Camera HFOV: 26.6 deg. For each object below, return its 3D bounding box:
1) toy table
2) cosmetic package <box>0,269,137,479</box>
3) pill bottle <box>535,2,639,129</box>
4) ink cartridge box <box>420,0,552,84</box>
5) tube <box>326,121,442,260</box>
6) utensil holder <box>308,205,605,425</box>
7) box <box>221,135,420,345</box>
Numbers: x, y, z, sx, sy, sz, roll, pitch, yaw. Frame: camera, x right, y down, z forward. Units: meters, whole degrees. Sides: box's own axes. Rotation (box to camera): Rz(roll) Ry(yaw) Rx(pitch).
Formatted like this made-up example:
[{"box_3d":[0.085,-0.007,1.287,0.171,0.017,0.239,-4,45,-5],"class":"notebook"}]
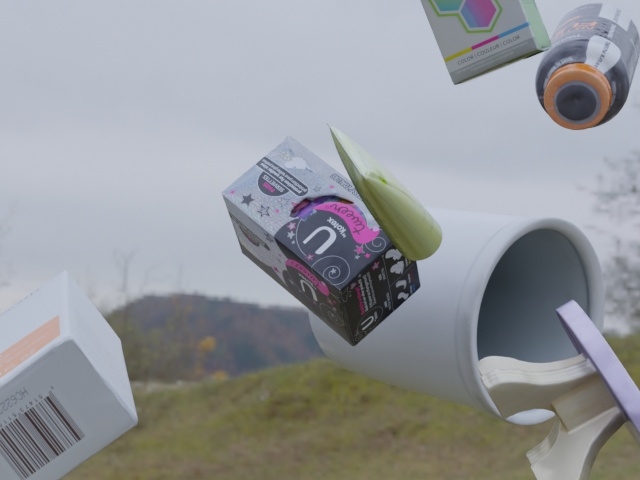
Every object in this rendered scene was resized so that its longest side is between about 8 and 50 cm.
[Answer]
[{"box_3d":[0.316,0.213,1.709,0.161,0.252,0.274,-30,31,4],"class":"toy table"},{"box_3d":[-0.412,0.205,1.956,0.230,0.161,0.453,-36,14,-4],"class":"cosmetic package"},{"box_3d":[0.373,-0.237,1.892,0.130,0.130,0.245,3,27,17],"class":"pill bottle"},{"box_3d":[0.169,-0.292,1.520,0.109,0.209,0.062,-20,1,27],"class":"ink cartridge box"},{"box_3d":[0.077,-0.052,1.602,0.070,0.062,0.240,8,-22,32],"class":"tube"},{"box_3d":[0.213,0.103,2.219,0.328,0.327,0.385,10,0,-43],"class":"utensil holder"},{"box_3d":[0.000,0.000,1.891,0.247,0.142,0.163,38,-20,29],"class":"box"}]
